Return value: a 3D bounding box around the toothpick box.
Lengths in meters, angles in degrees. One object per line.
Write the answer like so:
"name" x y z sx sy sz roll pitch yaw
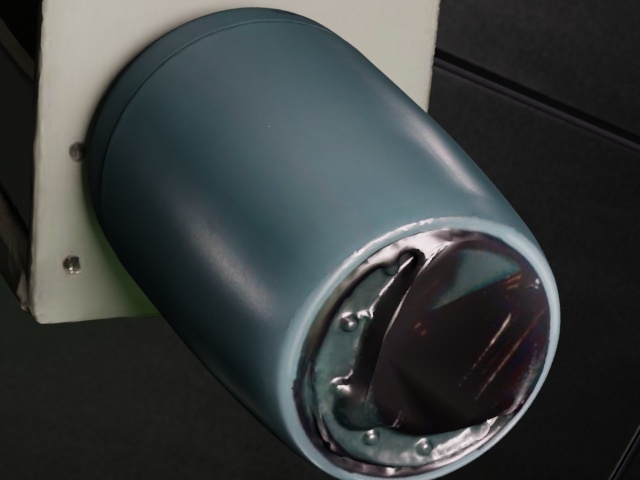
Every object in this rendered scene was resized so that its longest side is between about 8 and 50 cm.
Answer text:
"toothpick box" 0.000 0.000 0.551 0.120 0.184 0.120 -11 118 -21

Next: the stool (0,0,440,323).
"stool" -0.072 -0.133 0.711 0.170 0.243 0.269 -4 116 -23
